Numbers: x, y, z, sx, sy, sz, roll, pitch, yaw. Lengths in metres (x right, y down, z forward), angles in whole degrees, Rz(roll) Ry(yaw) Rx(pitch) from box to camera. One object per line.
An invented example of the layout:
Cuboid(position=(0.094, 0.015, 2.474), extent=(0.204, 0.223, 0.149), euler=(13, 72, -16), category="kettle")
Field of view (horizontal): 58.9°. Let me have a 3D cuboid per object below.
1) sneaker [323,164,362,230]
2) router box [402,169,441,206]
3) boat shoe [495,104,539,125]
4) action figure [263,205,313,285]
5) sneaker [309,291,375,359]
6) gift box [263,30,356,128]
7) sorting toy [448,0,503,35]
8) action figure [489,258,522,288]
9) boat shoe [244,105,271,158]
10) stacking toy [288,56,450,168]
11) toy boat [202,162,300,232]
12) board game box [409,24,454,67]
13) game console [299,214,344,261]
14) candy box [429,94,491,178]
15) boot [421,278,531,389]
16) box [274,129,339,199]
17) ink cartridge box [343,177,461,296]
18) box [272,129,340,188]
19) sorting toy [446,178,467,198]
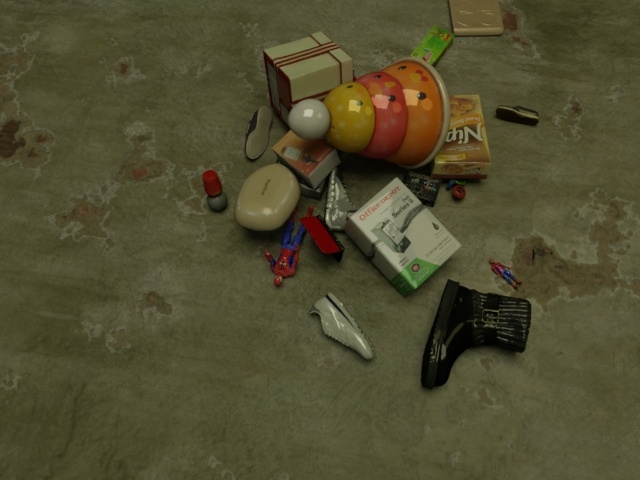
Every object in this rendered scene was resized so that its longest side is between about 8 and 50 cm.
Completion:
Cuboid(position=(0.083, -0.131, 1.835), extent=(0.132, 0.086, 0.229), euler=(8, 74, -1), category="sneaker")
Cuboid(position=(0.327, -0.172, 1.866), extent=(0.122, 0.038, 0.092), euler=(18, 67, 9), category="router box")
Cuboid(position=(0.689, -0.445, 1.985), extent=(0.152, 0.056, 0.049), euler=(18, 61, -1), category="boat shoe")
Cuboid(position=(-0.098, -0.001, 1.743), extent=(0.091, 0.139, 0.281), euler=(13, 68, 8), category="action figure")
Cuboid(position=(0.067, 0.262, 1.648), extent=(0.094, 0.090, 0.235), euler=(-39, 65, -2), category="sneaker")
Cuboid(position=(-0.027, -0.523, 1.919), extent=(0.258, 0.276, 0.255), euler=(-23, 54, -15), category="gift box")
Cuboid(position=(0.601, -0.880, 2.204), extent=(0.192, 0.038, 0.208), euler=(-1, 69, 1), category="sorting toy")
Cuboid(position=(0.565, 0.098, 1.739), extent=(0.038, 0.030, 0.115), euler=(-42, 69, -12), category="action figure")
Cuboid(position=(-0.225, -0.369, 1.971), extent=(0.065, 0.075, 0.206), euler=(-8, 61, 46), category="boat shoe")
Cuboid(position=(0.121, -0.368, 1.718), extent=(0.479, 0.351, 0.351), euler=(-13, 62, -32), category="stacking toy")
Cuboid(position=(-0.220, -0.135, 1.779), extent=(0.318, 0.148, 0.268), euler=(12, 52, 16), category="toy boat")
Cuboid(position=(0.416, -0.717, 2.121), extent=(0.092, 0.043, 0.181), euler=(31, 69, 14), category="board game box")
Cuboid(position=(0.000, 0.000, 1.737), extent=(0.085, 0.124, 0.144), euler=(-26, 67, -21), category="game console")
Cuboid(position=(0.454, -0.352, 1.903), extent=(0.182, 0.088, 0.317), euler=(0, 56, 2), category="candy box")
Cuboid(position=(0.442, 0.284, 1.594), extent=(0.260, 0.131, 0.348), euler=(19, 66, 10), category="boot")
Cuboid(position=(-0.048, -0.265, 1.907), extent=(0.183, 0.056, 0.231), euler=(16, 66, 9), category="box")
Cuboid(position=(0.242, -0.011, 1.716), extent=(0.211, 0.121, 0.289), euler=(-41, 82, -16), category="ink cartridge box")
Cuboid(position=(-0.044, -0.273, 1.808), extent=(0.170, 0.091, 0.130), euler=(40, 83, 25), category="box")
Cuboid(position=(0.446, -0.175, 1.869), extent=(0.061, 0.042, 0.102), euler=(17, 53, -8), category="sorting toy")
